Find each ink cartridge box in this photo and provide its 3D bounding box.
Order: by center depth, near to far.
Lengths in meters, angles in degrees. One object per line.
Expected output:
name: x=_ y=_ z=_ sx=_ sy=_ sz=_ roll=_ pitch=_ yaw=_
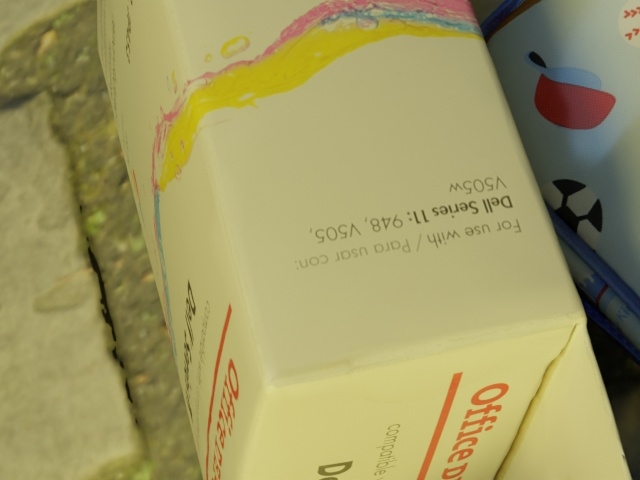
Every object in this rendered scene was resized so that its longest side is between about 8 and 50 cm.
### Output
ink cartridge box: x=0.000 y=0.000 z=0.746 sx=0.119 sy=0.207 sz=0.353 roll=-10 pitch=61 yaw=-12

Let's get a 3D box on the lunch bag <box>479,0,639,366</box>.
lunch bag: x=0.200 y=-0.030 z=0.717 sx=0.243 sy=0.115 sz=0.303 roll=-46 pitch=57 yaw=10
